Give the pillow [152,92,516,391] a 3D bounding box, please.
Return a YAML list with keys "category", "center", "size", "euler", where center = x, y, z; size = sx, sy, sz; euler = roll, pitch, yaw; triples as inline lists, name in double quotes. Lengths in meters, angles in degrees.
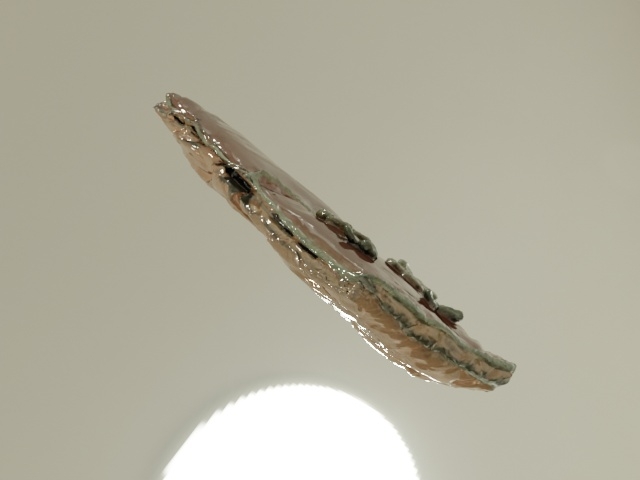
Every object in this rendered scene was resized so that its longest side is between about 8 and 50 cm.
- category: "pillow"
  center: [0.000, 0.000, 1.019]
  size: [0.043, 0.232, 0.126]
  euler: [-48, -50, 2]
